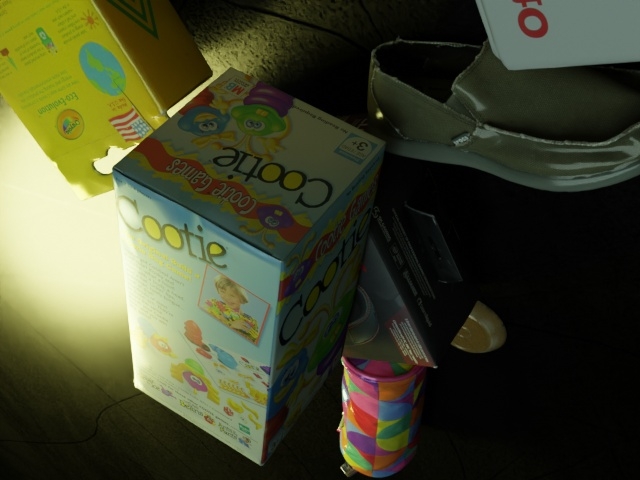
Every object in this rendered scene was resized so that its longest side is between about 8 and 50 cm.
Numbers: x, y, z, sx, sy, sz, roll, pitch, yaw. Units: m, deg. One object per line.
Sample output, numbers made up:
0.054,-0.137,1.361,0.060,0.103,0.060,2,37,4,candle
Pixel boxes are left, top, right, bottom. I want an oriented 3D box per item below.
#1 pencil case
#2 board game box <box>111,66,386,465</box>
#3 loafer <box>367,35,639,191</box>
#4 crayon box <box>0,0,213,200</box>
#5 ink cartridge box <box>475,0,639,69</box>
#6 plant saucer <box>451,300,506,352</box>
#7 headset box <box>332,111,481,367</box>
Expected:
0.066,0.181,1.032,0.104,0.104,0.236,24,142,17,pencil case
-0.059,0.029,0.728,0.144,0.142,0.275,28,142,16,board game box
0.132,-0.100,0.648,0.251,0.094,0.087,8,141,34,loafer
-0.237,-0.200,0.828,0.202,0.081,0.318,-11,118,42,crayon box
0.208,-0.207,0.434,0.289,0.121,0.211,4,134,37,ink cartridge box
0.148,0.089,0.925,0.083,0.015,0.083,23,144,18,plant saucer
0.000,0.000,0.862,0.293,0.110,0.218,1,131,39,headset box
